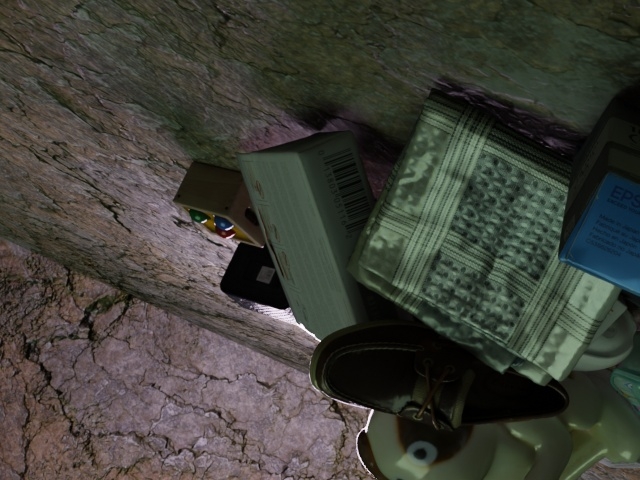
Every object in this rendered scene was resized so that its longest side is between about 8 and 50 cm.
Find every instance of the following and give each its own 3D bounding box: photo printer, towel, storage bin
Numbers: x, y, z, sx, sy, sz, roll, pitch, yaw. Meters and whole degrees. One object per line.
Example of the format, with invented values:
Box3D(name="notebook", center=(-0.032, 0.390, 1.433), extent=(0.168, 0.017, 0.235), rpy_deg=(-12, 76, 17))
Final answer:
Box3D(name="photo printer", center=(0.317, 0.125, 1.892), extent=(0.307, 0.107, 0.256), rpy_deg=(14, 170, -4))
Box3D(name="towel", center=(0.205, 0.013, 1.481), extent=(0.312, 0.056, 0.324), rpy_deg=(30, 133, 8))
Box3D(name="storage bin", center=(-0.093, 0.082, 2.453), extent=(0.180, 0.122, 0.084), rpy_deg=(15, 162, 34))

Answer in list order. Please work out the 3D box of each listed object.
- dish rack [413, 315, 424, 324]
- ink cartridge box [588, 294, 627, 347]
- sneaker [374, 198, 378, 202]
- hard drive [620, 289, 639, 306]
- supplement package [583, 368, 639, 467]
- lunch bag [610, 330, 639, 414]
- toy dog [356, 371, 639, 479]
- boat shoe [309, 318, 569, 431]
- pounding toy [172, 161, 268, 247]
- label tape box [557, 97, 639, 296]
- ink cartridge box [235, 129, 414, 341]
Box3D(name="dish rack", center=(0.193, 0.019, 1.648), extent=(0.074, 0.208, 0.271), rpy_deg=(-5, 180, -29))
Box3D(name="ink cartridge box", center=(0.305, 0.104, 1.712), extent=(0.139, 0.191, 0.082), rpy_deg=(37, -161, -11))
Box3D(name="sneaker", center=(0.110, 0.022, 1.880), extent=(0.270, 0.145, 0.090), rpy_deg=(17, 163, 27))
Box3D(name="hard drive", center=(0.488, 0.071, 1.626), extent=(0.254, 0.054, 0.172), rpy_deg=(30, 164, -22))
Box3D(name="supplement package", center=(0.491, 0.310, 2.282), extent=(0.244, 0.139, 0.134), rpy_deg=(28, 163, -11))
Box3D(name="lunch bag", center=(0.588, 0.247, 1.969), extent=(0.224, 0.108, 0.279), rpy_deg=(15, 162, 33))
Box3D(name="toy dog", center=(0.261, 0.295, 1.988), extent=(0.408, 0.395, 0.284), rpy_deg=(-5, 155, -43))
Box3D(name="boat shoe", center=(0.159, 0.183, 1.597), extent=(0.342, 0.123, 0.123), rpy_deg=(11, -172, -16))
Box3D(name="pounding toy", center=(-0.120, -0.037, 2.142), extent=(0.206, 0.094, 0.181), rpy_deg=(15, 162, 34))
Box3D(name="label tape box", center=(0.376, -0.039, 1.240), extent=(0.240, 0.106, 0.334), rpy_deg=(24, -153, 3))
Box3D(name="ink cartridge box", center=(0.000, 0.000, 1.805), extent=(0.385, 0.091, 0.308), rpy_deg=(-164, 54, -73))
